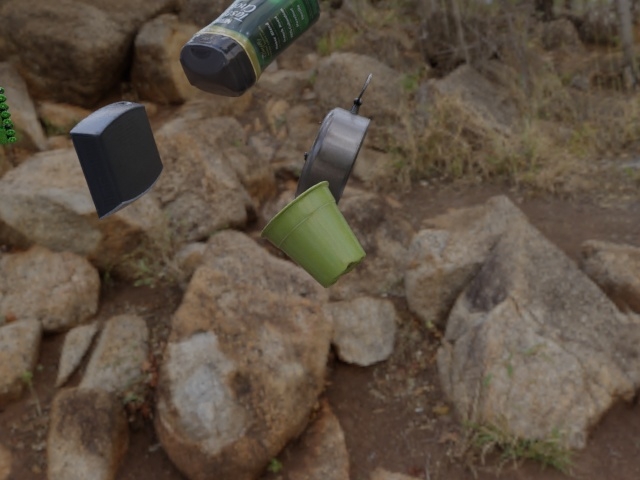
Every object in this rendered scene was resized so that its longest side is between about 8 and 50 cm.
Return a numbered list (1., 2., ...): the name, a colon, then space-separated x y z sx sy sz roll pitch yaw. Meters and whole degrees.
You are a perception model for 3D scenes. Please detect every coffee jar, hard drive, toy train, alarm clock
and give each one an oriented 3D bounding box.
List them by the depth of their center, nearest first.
1. toy train: -0.370 -0.143 0.923 0.024 0.017 0.083 -10 -36 -15
2. alarm clock: 0.020 -0.115 0.975 0.064 0.192 0.129 25 9 0
3. coffee jar: -0.087 -0.255 0.992 0.096 0.079 0.184 15 53 34
4. hard drive: -0.350 -0.152 1.417 0.054 0.171 0.254 -10 19 11

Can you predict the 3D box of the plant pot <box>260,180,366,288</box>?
1. plant pot: 0.000 0.000 0.757 0.083 0.079 0.083 -39 -8 -7
